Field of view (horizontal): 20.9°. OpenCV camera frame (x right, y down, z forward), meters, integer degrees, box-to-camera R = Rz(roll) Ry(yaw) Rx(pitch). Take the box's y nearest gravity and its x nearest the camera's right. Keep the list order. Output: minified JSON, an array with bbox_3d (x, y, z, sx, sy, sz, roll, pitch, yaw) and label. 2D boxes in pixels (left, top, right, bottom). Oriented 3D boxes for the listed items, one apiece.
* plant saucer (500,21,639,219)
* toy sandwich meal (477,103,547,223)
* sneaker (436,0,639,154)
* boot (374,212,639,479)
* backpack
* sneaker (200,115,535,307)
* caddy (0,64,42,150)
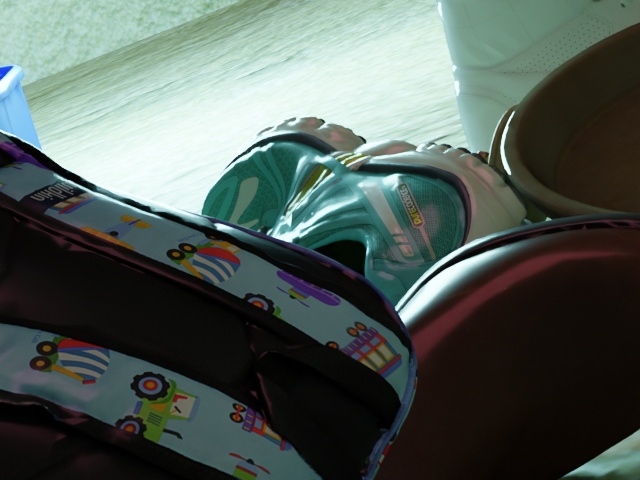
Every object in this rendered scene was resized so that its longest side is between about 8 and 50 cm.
[{"bbox_3d":[0.230,-0.063,0.879,0.277,0.041,0.278,-14,26,7],"label":"plant saucer"},{"bbox_3d":[0.104,-0.034,0.967,0.029,0.086,0.085,3,23,32],"label":"toy sandwich meal"},{"bbox_3d":[0.204,-0.139,1.049,0.292,0.169,0.108,-11,14,27],"label":"sneaker"},{"bbox_3d":[0.022,0.093,0.525,0.264,0.096,0.280,-18,14,5],"label":"boot"},{"bbox_3d":[-0.066,0.056,0.482,0.173,0.117,0.158,16,36,14],"label":"backpack"},{"bbox_3d":[0.000,0.000,0.934,0.110,0.107,0.275,-36,19,-24],"label":"sneaker"},{"bbox_3d":[-0.381,-0.076,1.596,0.241,0.179,0.341,-20,13,1],"label":"caddy"}]
